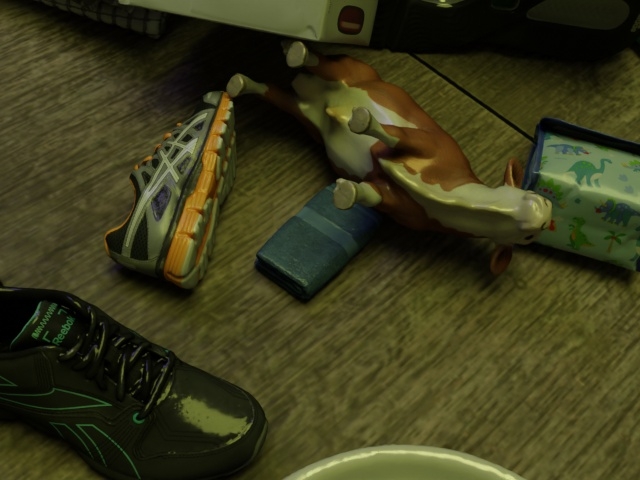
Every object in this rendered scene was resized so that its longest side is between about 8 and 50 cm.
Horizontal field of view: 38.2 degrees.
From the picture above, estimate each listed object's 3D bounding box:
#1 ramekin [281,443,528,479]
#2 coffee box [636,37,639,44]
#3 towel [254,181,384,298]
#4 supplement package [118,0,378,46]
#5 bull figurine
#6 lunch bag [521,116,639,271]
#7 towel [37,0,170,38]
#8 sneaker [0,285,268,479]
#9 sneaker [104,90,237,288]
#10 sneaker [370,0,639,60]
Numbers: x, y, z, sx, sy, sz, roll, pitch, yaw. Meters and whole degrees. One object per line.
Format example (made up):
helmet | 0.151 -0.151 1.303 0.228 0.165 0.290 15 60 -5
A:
ramekin | 0.051 0.276 0.548 0.277 0.135 0.277 5 51 -6
coffee box | 0.423 -0.231 1.022 0.040 0.113 0.184 -1 47 -39
towel | 0.000 0.000 0.824 0.067 0.029 0.119 35 54 17
supplement package | -0.043 -0.324 0.835 0.204 0.262 0.145 15 15 17
bull figurine | 0.059 -0.082 0.819 0.188 0.101 0.310 14 21 -48
lunch bag | 0.259 -0.058 0.877 0.128 0.096 0.151 18 37 8
towel | -0.235 -0.380 0.954 0.235 0.121 0.284 21 84 7
sneaker | -0.167 0.102 0.670 0.267 0.106 0.101 15 50 1
sneaker | -0.125 -0.057 0.818 0.083 0.084 0.215 7 50 8
sneaker | 0.142 -0.348 1.061 0.447 0.169 0.258 9 43 -13
